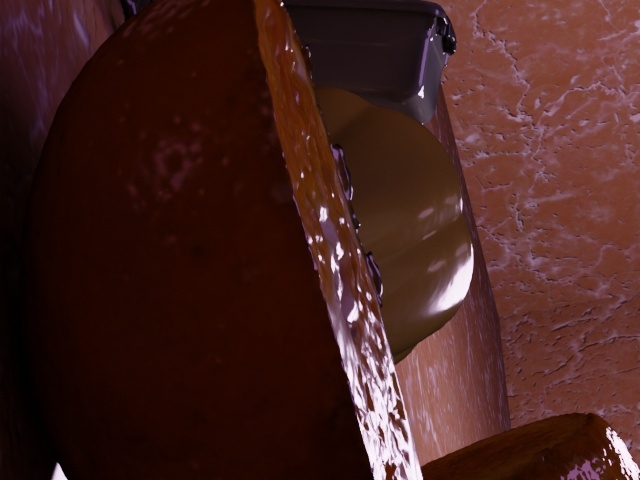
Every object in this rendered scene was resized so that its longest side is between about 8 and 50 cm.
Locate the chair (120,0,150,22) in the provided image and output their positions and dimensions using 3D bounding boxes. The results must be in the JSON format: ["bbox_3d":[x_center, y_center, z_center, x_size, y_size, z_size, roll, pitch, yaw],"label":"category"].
[{"bbox_3d":[-0.094,-0.206,1.256,0.213,0.149,0.174,-46,-138,45],"label":"chair"}]

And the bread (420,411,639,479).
[{"bbox_3d":[0.170,0.272,1.784,0.172,0.312,0.312,65,10,-5],"label":"bread"}]

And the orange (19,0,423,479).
[{"bbox_3d":[-0.016,0.043,0.931,0.310,0.274,0.274,41,20,-13],"label":"orange"}]

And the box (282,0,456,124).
[{"bbox_3d":[0.035,-0.164,1.819,0.124,0.172,0.092,49,47,-72],"label":"box"}]

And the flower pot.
[{"bbox_3d":[-0.021,0.012,1.199,0.179,0.195,0.195,-32,111,-67],"label":"flower pot"}]
